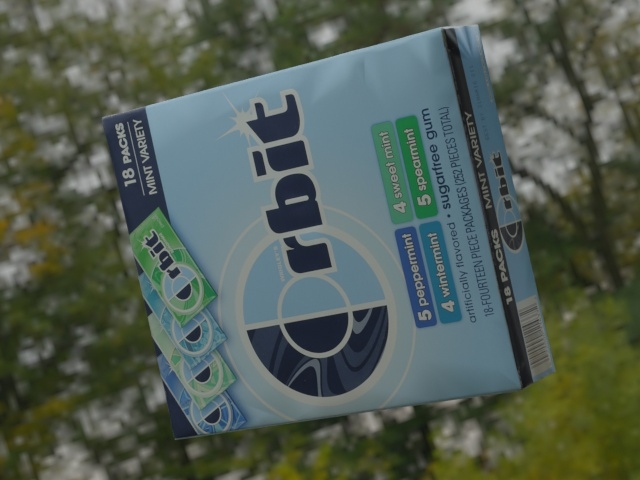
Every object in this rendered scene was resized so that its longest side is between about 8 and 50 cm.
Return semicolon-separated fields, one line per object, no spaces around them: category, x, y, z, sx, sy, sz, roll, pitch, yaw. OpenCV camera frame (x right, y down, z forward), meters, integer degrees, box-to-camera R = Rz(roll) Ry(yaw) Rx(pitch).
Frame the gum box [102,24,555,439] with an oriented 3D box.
gum box;0.000;0.000;0.822;0.184;0.157;0.041;-12;2;31
